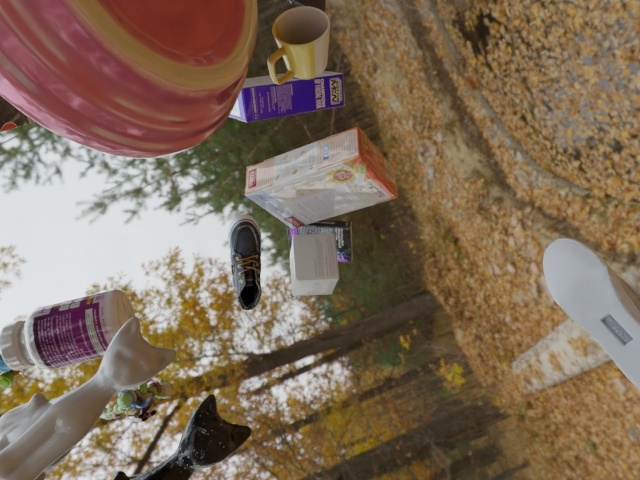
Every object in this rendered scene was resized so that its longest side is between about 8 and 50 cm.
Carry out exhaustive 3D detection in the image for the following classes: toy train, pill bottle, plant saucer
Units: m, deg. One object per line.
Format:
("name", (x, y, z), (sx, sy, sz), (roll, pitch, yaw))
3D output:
("toy train", (-0.907, 0.378, 1.581), (0.143, 0.105, 0.247), (-88, 15, -55))
("pill bottle", (-0.651, 0.239, 1.390), (0.169, 0.302, 0.169), (166, 90, -86))
("plant saucer", (-0.162, -0.239, 0.454), (0.332, 0.084, 0.331), (20, -114, -55))

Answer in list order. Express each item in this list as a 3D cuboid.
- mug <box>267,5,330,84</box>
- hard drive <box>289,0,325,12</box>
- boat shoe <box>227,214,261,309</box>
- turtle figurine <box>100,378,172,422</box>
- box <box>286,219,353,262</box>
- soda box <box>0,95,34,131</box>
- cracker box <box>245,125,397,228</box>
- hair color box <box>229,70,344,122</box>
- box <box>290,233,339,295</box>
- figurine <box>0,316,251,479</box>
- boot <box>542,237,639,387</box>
("mug", (-0.025, -0.214, 0.600), (0.064, 0.078, 0.062), (78, 175, -62))
("hard drive", (-0.116, -0.644, 1.328), (0.255, 0.054, 0.172), (8, -154, -41))
("boat shoe", (-0.138, 0.044, 1.022), (0.083, 0.065, 0.183), (-116, 24, -51))
("turtle figurine", (-0.589, 0.449, 1.629), (0.266, 0.275, 0.197), (71, -154, -67))
("box", (0.000, 0.000, 1.343), (0.029, 0.162, 0.116), (-71, -18, -49))
("soda box", (-0.492, -0.195, 0.798), (0.169, 0.053, 0.060), (-70, -13, -65))
("cracker box", (0.002, -0.106, 0.967), (0.156, 0.233, 0.067), (37, -135, -52))
("hair color box", (-0.116, -0.444, 1.623), (0.185, 0.339, 0.110), (31, 133, 53))
("box", (-0.015, 0.051, 1.085), (0.101, 0.087, 0.101), (106, 160, -65))
("figurine", (-0.222, 0.222, 0.611), (0.215, 0.209, 0.092), (50, 172, -9))
("boot", (0.450, 0.107, 0.813), (0.124, 0.095, 0.258), (0, -126, -47))
